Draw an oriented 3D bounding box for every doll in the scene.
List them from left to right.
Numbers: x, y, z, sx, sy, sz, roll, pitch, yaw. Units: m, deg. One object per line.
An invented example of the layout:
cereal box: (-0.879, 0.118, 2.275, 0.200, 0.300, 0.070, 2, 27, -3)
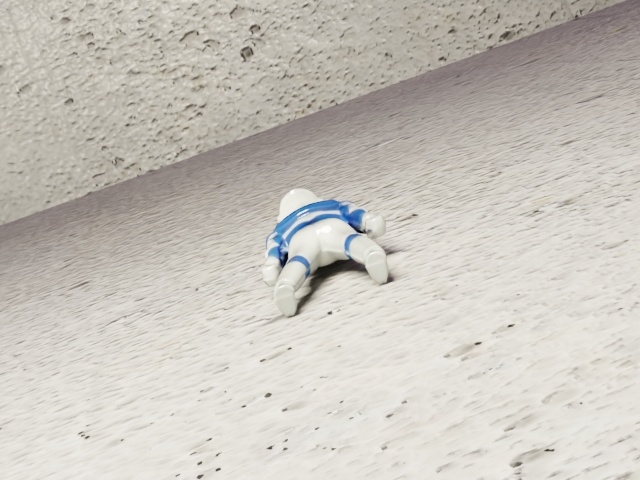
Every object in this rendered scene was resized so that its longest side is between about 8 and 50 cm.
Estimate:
doll: (0.000, 0.000, 0.936, 0.114, 0.057, 0.227, -25, 21, 1)
